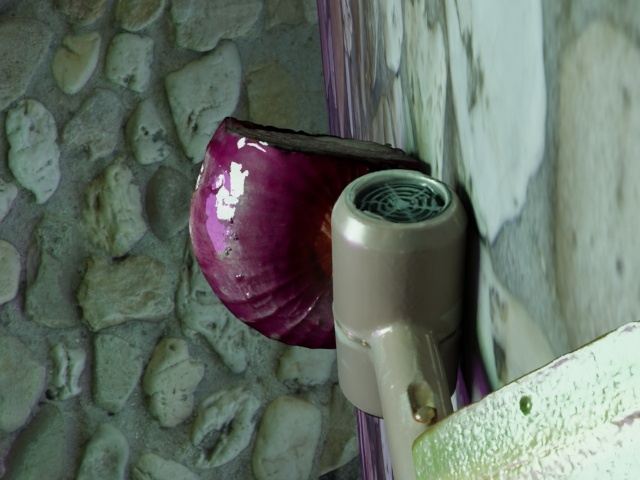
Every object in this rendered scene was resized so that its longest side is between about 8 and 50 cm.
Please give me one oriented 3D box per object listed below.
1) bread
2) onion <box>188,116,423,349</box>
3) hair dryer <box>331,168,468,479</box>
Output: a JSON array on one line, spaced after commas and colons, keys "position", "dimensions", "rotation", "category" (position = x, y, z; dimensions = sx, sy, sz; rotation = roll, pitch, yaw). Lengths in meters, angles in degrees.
[{"position": [0.088, 0.093, 0.353], "dimensions": [0.139, 0.084, 0.074], "rotation": [89, 177, -60], "category": "bread"}, {"position": [-0.010, -0.001, 0.888], "dimensions": [0.272, 0.256, 0.230], "rotation": [-53, -26, -69], "category": "onion"}, {"position": [0.071, 0.110, 0.588], "dimensions": [0.344, 0.106, 0.189], "rotation": [-97, 5, -56], "category": "hair dryer"}]
